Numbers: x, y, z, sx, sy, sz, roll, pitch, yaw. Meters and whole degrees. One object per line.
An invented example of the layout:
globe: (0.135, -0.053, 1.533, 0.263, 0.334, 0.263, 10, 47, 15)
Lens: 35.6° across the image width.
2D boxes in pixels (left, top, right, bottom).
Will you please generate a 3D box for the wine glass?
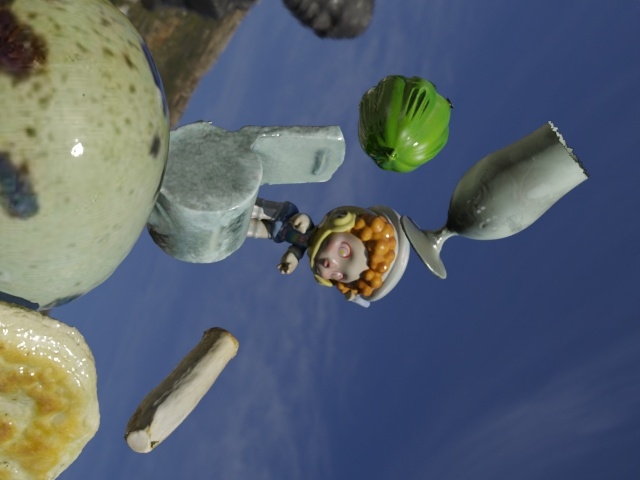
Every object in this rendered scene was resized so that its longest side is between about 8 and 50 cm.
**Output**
wine glass: (0.195, -0.046, 1.111, 0.202, 0.093, 0.093, -33, -144, 16)

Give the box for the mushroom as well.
mushroom: (-0.289, 0.308, 2.072, 0.123, 0.095, 0.351, -45, -175, 48)

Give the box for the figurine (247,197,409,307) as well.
figurine: (0.007, -0.025, 2.139, 0.224, 0.382, 0.205, -56, -169, 32)

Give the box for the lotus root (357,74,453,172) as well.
lotus root: (0.142, -0.190, 1.817, 0.186, 0.186, 0.186, -39, -145, 36)

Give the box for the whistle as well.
whistle: (-0.152, -0.116, 1.744, 0.405, 0.188, 0.168, -34, 161, -29)

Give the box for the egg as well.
egg: (-0.356, -0.116, 1.222, 0.345, 0.345, 0.428, -132, -142, -60)

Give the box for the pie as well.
pie: (-0.424, 0.188, 1.177, 0.337, 0.337, 0.075, -49, -150, 23)
